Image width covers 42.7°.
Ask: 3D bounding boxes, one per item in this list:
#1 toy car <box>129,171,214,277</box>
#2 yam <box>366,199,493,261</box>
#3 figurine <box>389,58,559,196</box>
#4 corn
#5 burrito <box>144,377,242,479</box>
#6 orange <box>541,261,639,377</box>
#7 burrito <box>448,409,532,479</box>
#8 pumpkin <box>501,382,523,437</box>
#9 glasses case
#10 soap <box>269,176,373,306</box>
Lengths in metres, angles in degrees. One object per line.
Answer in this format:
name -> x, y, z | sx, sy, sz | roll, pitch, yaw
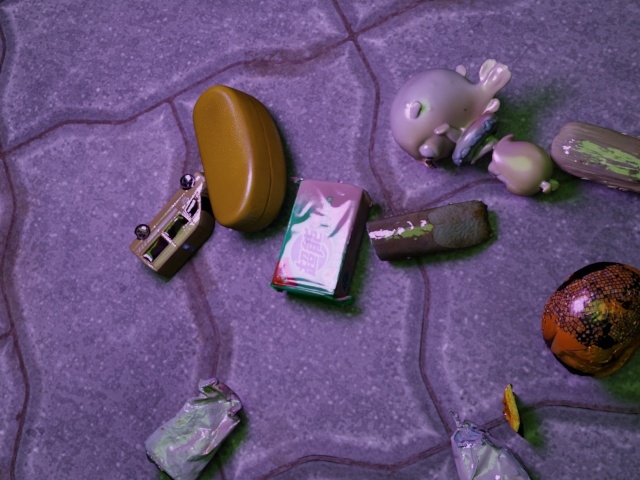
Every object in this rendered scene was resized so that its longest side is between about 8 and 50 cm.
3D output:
toy car -> -0.327, -0.037, 1.941 | 0.124, 0.101, 0.256 | 42, 89, 21
yam -> 0.236, -0.021, 1.769 | 0.259, 0.106, 0.106 | -12, 70, 14
figurine -> 0.347, -0.236, 1.747 | 0.394, 0.227, 0.274 | 38, 113, 14
corn -> 0.630, -0.163, 1.679 | 0.305, 0.123, 0.122 | 17, 104, 21
burrito -> -0.266, 0.416, 1.786 | 0.144, 0.089, 0.229 | 40, 88, 10
orange -> 0.530, 0.147, 1.552 | 0.234, 0.234, 0.182 | -42, 50, 1
burrito -> 0.361, 0.518, 1.553 | 0.139, 0.101, 0.445 | -22, 66, 0
pumpkin -> 0.378, 0.340, 1.622 | 0.035, 0.073, 0.101 | -12, 67, 9
glasses case -> -0.179, -0.201, 1.919 | 0.173, 0.141, 0.371 | -34, 59, 34
soap -> 0.001, 0.001, 1.833 | 0.218, 0.098, 0.273 | 9, 73, 26
